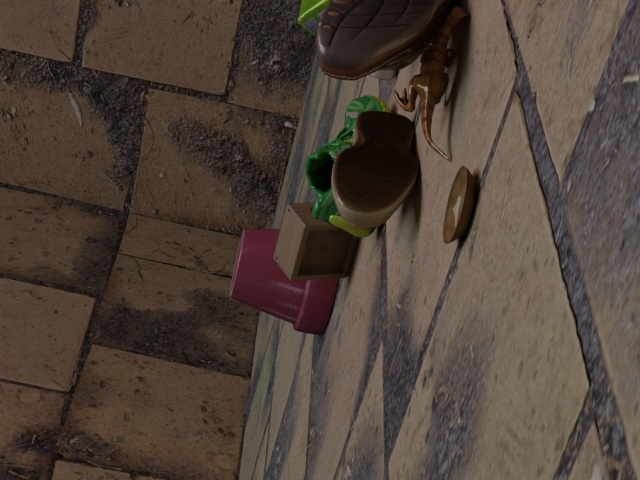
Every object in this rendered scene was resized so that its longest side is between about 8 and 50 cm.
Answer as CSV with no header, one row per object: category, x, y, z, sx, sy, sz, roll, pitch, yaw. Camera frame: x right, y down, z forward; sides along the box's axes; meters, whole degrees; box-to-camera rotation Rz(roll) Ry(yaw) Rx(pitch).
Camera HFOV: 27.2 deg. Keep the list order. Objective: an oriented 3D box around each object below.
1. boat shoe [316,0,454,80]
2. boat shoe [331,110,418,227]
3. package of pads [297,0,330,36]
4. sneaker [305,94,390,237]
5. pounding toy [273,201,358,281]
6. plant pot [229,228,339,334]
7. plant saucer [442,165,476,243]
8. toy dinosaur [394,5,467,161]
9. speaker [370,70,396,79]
boat shoe,0.093,-0.265,1.649,0.324,0.123,0.116,-45,-32,-47
boat shoe,0.071,-0.078,1.768,0.302,0.109,0.098,-76,-4,-63
package of pads,0.090,-0.452,1.959,0.229,0.101,0.296,-26,45,42
sneaker,0.043,-0.131,2.032,0.295,0.123,0.109,-83,7,-48
pounding toy,0.000,0.000,2.209,0.100,0.141,0.130,51,135,45
plant pot,-0.065,0.060,2.408,0.201,0.180,0.201,-168,90,-84
plant saucer,0.145,-0.035,1.363,0.083,0.015,0.083,-167,90,-84
toy dinosaur,0.130,-0.182,1.590,0.112,0.064,0.211,124,157,-72
speaker,0.112,-0.330,2.127,0.055,0.055,0.136,-86,11,-56
